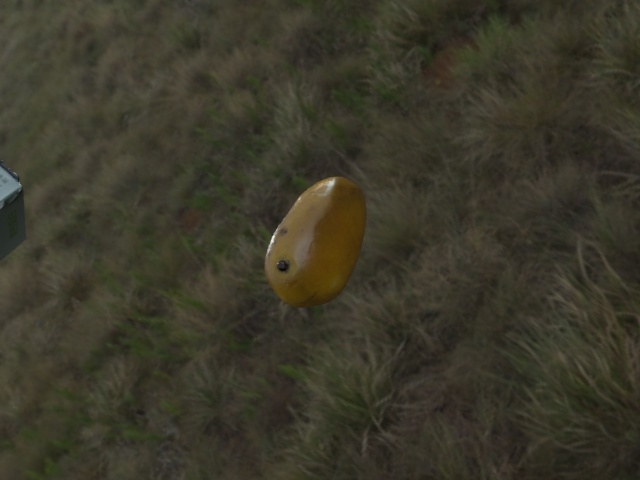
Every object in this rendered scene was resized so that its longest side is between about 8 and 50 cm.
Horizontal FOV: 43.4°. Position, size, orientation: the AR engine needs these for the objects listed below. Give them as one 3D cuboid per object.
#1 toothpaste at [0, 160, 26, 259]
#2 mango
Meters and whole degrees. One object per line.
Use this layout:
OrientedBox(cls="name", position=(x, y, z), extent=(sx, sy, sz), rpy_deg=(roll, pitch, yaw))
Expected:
OrientedBox(cls="toothpaste", position=(-0.354, -0.108, 0.575), extent=(0.067, 0.336, 0.081), rpy_deg=(-46, -7, -31))
OrientedBox(cls="mango", position=(0.000, 0.000, 1.101), extent=(0.109, 0.147, 0.227), rpy_deg=(4, 37, 26))
